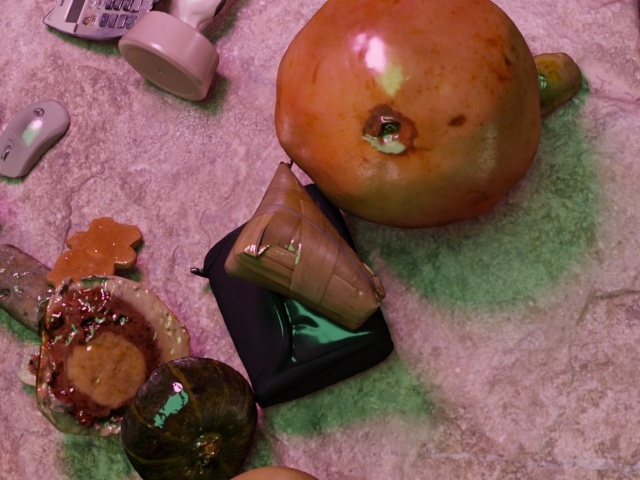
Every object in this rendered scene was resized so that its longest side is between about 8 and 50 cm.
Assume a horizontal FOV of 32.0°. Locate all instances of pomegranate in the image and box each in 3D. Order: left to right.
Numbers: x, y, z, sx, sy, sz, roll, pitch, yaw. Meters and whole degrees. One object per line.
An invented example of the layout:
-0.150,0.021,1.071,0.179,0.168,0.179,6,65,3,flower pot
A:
0.142,-0.209,1.709,0.412,0.411,0.411,-4,73,14,pomegranate

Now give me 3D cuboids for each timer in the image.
-0.215,-0.403,1.970,0.175,0.175,0.266,24,75,20,timer

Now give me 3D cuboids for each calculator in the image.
-0.393,-0.450,2.060,0.268,0.040,0.177,11,78,36,calculator

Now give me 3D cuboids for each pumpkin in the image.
-0.202,0.284,1.729,0.223,0.223,0.157,-46,43,-1,pumpkin

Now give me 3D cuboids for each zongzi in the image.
0.000,0.000,1.676,0.228,0.115,0.256,27,39,-5,zongzi

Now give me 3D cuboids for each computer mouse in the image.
-0.542,-0.188,2.047,0.089,0.056,0.181,38,87,26,computer mouse

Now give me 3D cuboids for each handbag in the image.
-0.061,0.089,1.766,0.275,0.178,0.301,-25,69,7,handbag

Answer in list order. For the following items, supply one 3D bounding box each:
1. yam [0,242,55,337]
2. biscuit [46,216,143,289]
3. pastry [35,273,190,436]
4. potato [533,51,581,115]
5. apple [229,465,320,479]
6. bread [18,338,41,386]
-0.516,0.079,1.935,0.194,0.107,0.107,31,84,22,yam
-0.381,0.030,1.910,0.134,0.027,0.184,10,46,6,biscuit
-0.349,0.192,1.824,0.237,0.170,0.255,10,78,-24,pastry
0.357,-0.253,1.811,0.138,0.070,0.091,-36,69,2,potato
-0.076,0.465,1.625,0.262,0.262,0.262,-4,73,14,apple
-0.483,0.210,1.923,0.070,0.035,0.083,9,80,19,bread
